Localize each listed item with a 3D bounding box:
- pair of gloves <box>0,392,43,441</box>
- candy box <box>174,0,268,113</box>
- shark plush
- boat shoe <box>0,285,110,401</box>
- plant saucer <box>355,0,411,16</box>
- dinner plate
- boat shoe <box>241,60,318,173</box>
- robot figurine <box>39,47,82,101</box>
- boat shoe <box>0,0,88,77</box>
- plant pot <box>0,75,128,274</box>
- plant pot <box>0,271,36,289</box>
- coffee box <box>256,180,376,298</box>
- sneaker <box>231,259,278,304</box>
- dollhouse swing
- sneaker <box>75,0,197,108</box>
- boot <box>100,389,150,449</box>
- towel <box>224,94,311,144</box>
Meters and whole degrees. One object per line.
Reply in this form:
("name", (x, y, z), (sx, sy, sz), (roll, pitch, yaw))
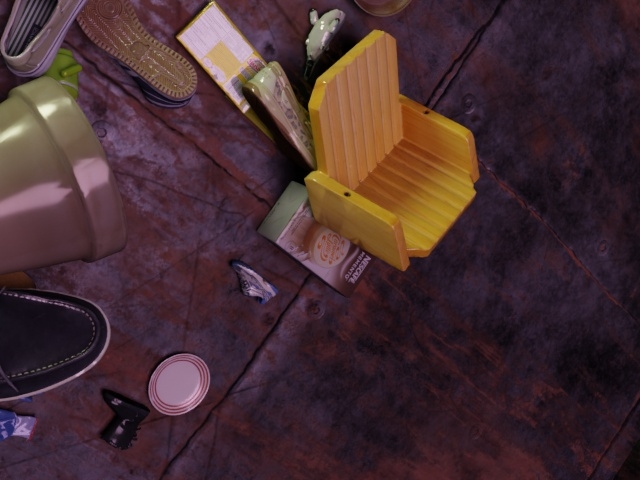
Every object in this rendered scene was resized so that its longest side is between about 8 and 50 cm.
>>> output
("pair of gloves", (-0.615, 0.312, 1.677), (0.159, 0.023, 0.198), (16, 95, -32))
("candy box", (-0.184, -0.362, 1.718), (0.105, 0.027, 0.206), (-46, 118, -8))
("shark plush", (0.009, -0.411, 1.823), (0.067, 0.073, 0.161), (8, 97, -64))
("boat shoe", (-0.563, 0.152, 1.338), (0.500, 0.156, 0.187), (4, 72, -31))
("plant saucer", (0.128, -0.582, 1.852), (0.198, 0.036, 0.199), (-10, 109, -30))
("dinner plate", (-0.306, 0.309, 1.869), (0.141, 0.017, 0.141), (-11, 111, -29))
("boat shoe", (-0.051, -0.237, 1.774), (0.089, 0.104, 0.285), (-48, 134, -12))
("robot figurine", (-0.466, -0.286, 1.541), (0.067, 0.101, 0.115), (9, 65, -36))
("boat shoe", (-0.455, -0.422, 1.474), (0.109, 0.094, 0.302), (19, 85, -5))
("plant pot", (-0.517, -0.074, 1.424), (0.280, 0.323, 0.323), (-27, 117, -27))
("plant pot", (-0.629, 0.141, 1.511), (0.237, 0.237, 0.254), (49, 65, -32))
("coffee box", (0.000, 0.000, 1.913), (0.246, 0.098, 0.141), (38, 84, -34))
("sneaker", (-0.151, 0.095, 1.880), (0.058, 0.052, 0.135), (-50, 123, -4))
("dollhouse swing", (0.166, -0.201, 1.772), (0.347, 0.315, 0.305), (-46, 158, -36))
("sneaker", (-0.345, -0.352, 1.606), (0.282, 0.153, 0.099), (43, 82, -3))
("boot", (-0.423, 0.376, 1.803), (0.121, 0.045, 0.099), (35, 88, -35))
("towel", (-0.090, -0.267, 1.823), (0.237, 0.021, 0.102), (41, 81, -33))
